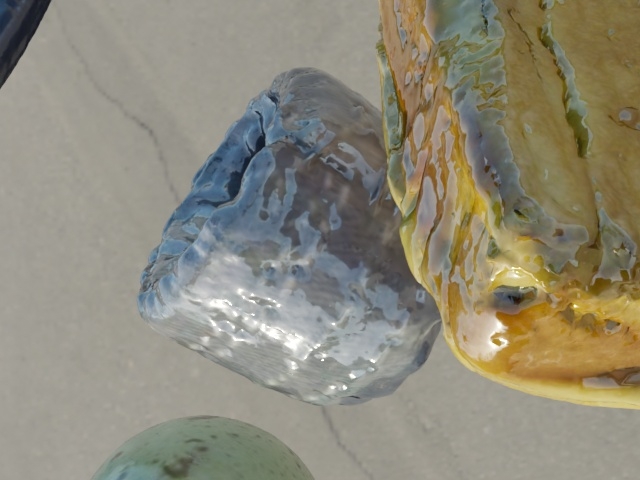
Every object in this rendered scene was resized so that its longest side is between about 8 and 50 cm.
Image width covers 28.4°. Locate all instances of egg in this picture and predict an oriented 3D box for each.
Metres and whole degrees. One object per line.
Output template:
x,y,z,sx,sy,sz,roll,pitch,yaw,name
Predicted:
-0.130,0.337,1.387,0.379,0.288,0.287,23,-122,-84,egg

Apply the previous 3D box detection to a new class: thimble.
0.000,0.000,0.833,0.205,0.172,0.236,-64,13,-21,thimble

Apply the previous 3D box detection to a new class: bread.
0.121,-0.061,0.607,0.132,0.167,0.294,115,156,-46,bread

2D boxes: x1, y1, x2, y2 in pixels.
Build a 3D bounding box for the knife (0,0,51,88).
-0.090,-0.053,0.322,0.018,0.031,0.121,81,-153,-64,knife
